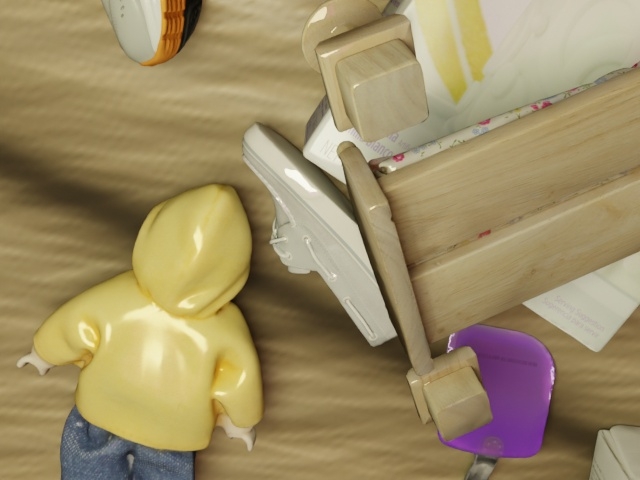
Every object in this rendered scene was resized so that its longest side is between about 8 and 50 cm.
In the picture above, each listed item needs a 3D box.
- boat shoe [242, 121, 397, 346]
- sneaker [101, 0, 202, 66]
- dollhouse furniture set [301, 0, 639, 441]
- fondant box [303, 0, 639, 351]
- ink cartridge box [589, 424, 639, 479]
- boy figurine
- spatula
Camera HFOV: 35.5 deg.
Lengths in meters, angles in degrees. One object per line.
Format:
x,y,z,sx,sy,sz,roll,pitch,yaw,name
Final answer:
0.000,0.000,0.700,0.063,0.066,0.184,-40,111,10,boat shoe
-0.154,-0.234,0.624,0.121,0.099,0.262,-11,98,12,sneaker
0.144,-0.099,0.579,0.303,0.173,0.355,-22,133,-5,dollhouse furniture set
0.175,-0.130,0.638,0.238,0.096,0.330,33,103,-8,fondant box
0.274,0.253,0.750,0.148,0.086,0.203,4,107,0,ink cartridge box
-0.122,0.088,0.709,0.177,0.092,0.285,15,105,-3,boy figurine
0.113,0.209,0.769,0.084,0.030,0.296,9,106,-4,spatula
